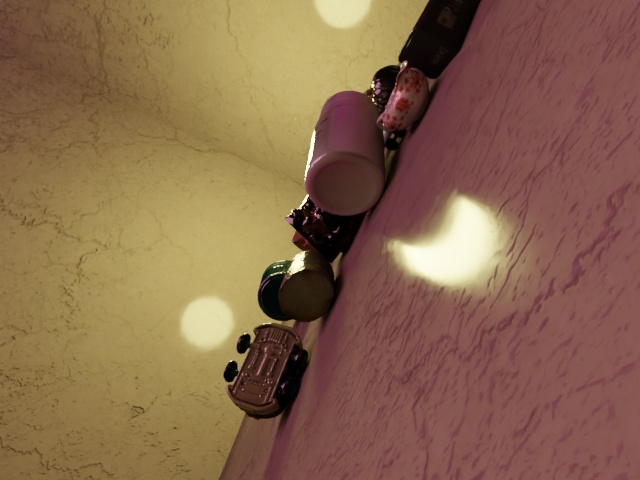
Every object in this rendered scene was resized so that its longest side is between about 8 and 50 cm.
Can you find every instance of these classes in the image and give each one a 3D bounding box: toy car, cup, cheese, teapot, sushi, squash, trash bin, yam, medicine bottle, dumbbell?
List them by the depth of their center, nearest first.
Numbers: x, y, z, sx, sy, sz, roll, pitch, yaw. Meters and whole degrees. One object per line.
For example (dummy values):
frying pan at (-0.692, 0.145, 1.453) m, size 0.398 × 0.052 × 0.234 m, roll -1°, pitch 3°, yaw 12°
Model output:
trash bin at (0.301, -0.539, 1.070) m, size 0.225 × 0.115 × 0.165 m, roll -63°, pitch 2°, yaw -6°
teapot at (0.212, -0.353, 1.145) m, size 0.245 × 0.116 × 0.159 m, roll 124°, pitch 157°, yaw -60°
toy car at (-0.139, 0.381, 1.249) m, size 0.198 × 0.204 × 0.247 m, roll 80°, pitch -153°, yaw -51°
dumbbell at (0.217, -0.298, 1.285) m, size 0.083 × 0.036 × 0.040 m, roll 119°, pitch 176°, yaw -59°
yam at (-0.035, 0.127, 1.289) m, size 0.268 × 0.161 × 0.161 m, roll -90°, pitch 24°, yaw -79°
medicine bottle at (0.078, -0.270, 1.305) m, size 0.388 × 0.220 × 0.219 m, roll -84°, pitch 15°, yaw -46°
sushi at (0.039, -0.078, 1.430) m, size 0.227 × 0.215 × 0.212 m, roll -46°, pitch 7°, yaw -2°
squash at (0.229, -0.491, 1.497) m, size 0.193 × 0.156 × 0.193 m, roll 9°, pitch -90°, yaw -73°
cheese at (-0.023, -0.004, 1.852) m, size 0.203 × 0.177 × 0.128 m, roll 121°, pitch 172°, yaw -69°
cup at (-0.143, 0.230, 2.096) m, size 0.292 × 0.308 × 0.241 m, roll -99°, pitch 0°, yaw -83°

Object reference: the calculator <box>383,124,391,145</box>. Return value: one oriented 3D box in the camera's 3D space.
calculator at (0.264, -0.465, 1.693) m, size 0.188 × 0.042 × 0.302 m, roll 135°, pitch 158°, yaw -84°
